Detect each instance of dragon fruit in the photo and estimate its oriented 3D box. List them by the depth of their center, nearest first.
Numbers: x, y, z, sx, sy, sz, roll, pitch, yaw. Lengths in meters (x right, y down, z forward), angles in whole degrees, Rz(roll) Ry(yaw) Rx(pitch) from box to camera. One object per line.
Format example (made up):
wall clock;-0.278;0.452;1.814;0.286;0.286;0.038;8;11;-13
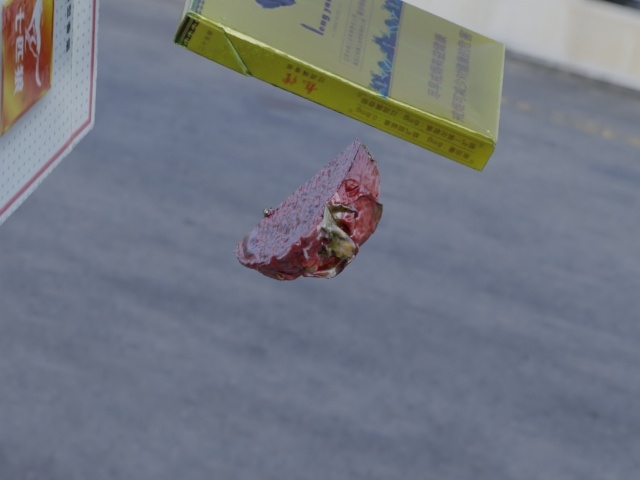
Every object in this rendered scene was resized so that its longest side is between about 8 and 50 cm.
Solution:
dragon fruit;0.000;0.000;1.742;0.083;0.162;0.106;46;21;-20

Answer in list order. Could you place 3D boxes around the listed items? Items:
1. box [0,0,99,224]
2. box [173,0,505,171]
box;-0.223;-0.104;1.132;0.095;0.210;0.330;12;28;12
box;0.022;-0.165;1.642;0.279;0.041;0.153;21;39;-9
